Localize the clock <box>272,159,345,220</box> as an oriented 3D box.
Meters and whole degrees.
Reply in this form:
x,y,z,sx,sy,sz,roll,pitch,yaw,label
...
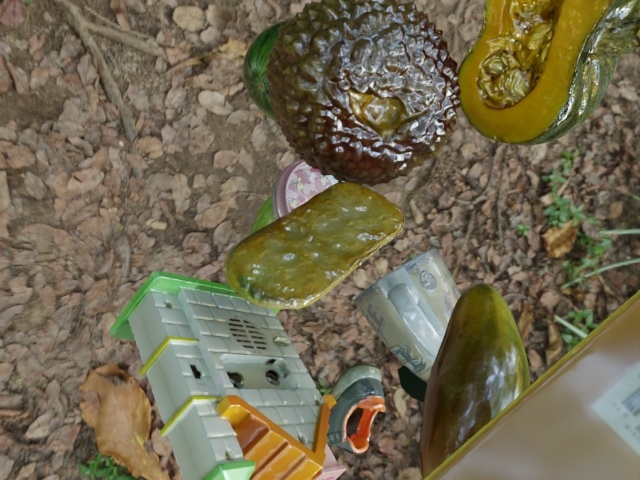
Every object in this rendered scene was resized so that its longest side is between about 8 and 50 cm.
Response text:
x,y,z,sx,sy,sz,roll,pitch,yaw,label
0.007,-0.065,1.123,0.244,0.056,0.245,15,62,-29,clock

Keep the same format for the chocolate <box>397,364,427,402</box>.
x,y,z,sx,sy,sz,roll,pitch,yaw,label
0.292,0.325,1.345,0.156,0.156,0.133,51,55,-11,chocolate

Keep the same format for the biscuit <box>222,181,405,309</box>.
x,y,z,sx,sy,sz,roll,pitch,yaw,label
0.000,0.000,0.590,0.118,0.029,0.247,33,45,25,biscuit

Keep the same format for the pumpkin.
x,y,z,sx,sy,sz,roll,pitch,yaw,label
0.362,-0.299,0.749,0.232,0.242,0.325,-13,128,-40,pumpkin

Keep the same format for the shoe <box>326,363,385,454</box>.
x,y,z,sx,sy,sz,roll,pitch,yaw,label
0.056,0.478,1.324,0.132,0.171,0.336,24,115,-34,shoe

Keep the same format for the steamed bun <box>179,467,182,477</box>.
x,y,z,sx,sy,sz,roll,pitch,yaw,label
-0.174,0.529,1.167,0.250,0.155,0.200,-25,97,6,steamed bun

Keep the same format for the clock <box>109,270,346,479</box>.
x,y,z,sx,sy,sz,roll,pitch,yaw,label
-0.094,0.177,0.608,0.106,0.255,0.219,-48,142,18,clock

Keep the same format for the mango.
x,y,z,sx,sy,sz,roll,pitch,yaw,label
0.186,0.171,0.622,0.111,0.133,0.268,17,57,9,mango

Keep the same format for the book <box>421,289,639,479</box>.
x,y,z,sx,sy,sz,roll,pitch,yaw,label
0.148,0.239,0.281,0.374,0.028,0.262,-44,66,6,book

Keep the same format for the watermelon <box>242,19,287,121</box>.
x,y,z,sx,sy,sz,roll,pitch,yaw,label
-0.056,-0.386,1.216,0.242,0.242,0.243,2,85,-22,watermelon

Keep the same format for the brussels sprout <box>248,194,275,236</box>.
x,y,z,sx,sy,sz,roll,pitch,yaw,label
-0.086,-0.004,1.249,0.161,0.223,0.223,18,77,19,brussels sprout

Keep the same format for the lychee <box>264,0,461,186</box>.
x,y,z,sx,sy,sz,roll,pitch,yaw,label
0.054,-0.215,0.729,0.267,0.267,0.268,2,85,-22,lychee

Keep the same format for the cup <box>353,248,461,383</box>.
x,y,z,sx,sy,sz,roll,pitch,yaw,label
0.228,0.175,1.151,0.227,0.301,0.257,-36,76,8,cup
